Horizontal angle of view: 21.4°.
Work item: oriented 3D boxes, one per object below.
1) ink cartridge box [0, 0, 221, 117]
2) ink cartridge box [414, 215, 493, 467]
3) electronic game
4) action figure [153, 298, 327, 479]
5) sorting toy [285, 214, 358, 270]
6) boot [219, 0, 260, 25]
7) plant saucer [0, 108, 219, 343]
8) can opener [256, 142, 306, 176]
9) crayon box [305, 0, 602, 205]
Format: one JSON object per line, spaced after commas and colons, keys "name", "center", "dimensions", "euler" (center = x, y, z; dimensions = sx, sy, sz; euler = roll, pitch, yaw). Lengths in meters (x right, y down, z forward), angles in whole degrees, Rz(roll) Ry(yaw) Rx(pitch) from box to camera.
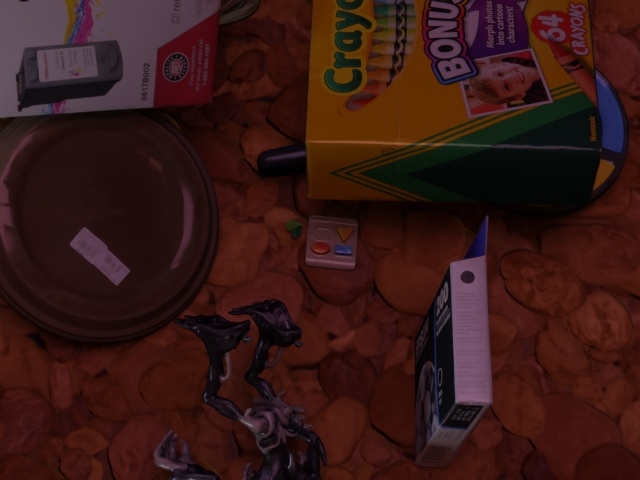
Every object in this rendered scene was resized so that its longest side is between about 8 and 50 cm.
{"name": "ink cartridge box", "center": [-0.265, -0.255, 1.787], "dimensions": [0.306, 0.226, 0.131], "euler": [-7, 35, -22]}
{"name": "ink cartridge box", "center": [0.135, 0.107, 1.767], "dimensions": [0.045, 0.206, 0.208], "euler": [5, 64, -6]}
{"name": "electronic game", "center": [0.245, -0.132, 1.973], "dimensions": [0.229, 0.048, 0.229], "euler": [2, 66, -4]}
{"name": "action figure", "center": [-0.074, 0.202, 1.744], "dimensions": [0.164, 0.141, 0.276], "euler": [-16, 106, -39]}
{"name": "sorting toy", "center": [0.000, 0.000, 1.910], "dimensions": [0.083, 0.012, 0.062], "euler": [6, 65, -2]}
{"name": "boot", "center": [-0.164, -0.297, 1.949], "dimensions": [0.213, 0.165, 0.077], "euler": [-22, 68, -16]}
{"name": "plant saucer", "center": [-0.237, -0.028, 1.834], "dimensions": [0.277, 0.041, 0.278], "euler": [4, 80, -22]}
{"name": "can opener", "center": [0.019, -0.097, 1.931], "dimensions": [0.186, 0.059, 0.073], "euler": [-3, 66, -6]}
{"name": "crayon box", "center": [0.145, -0.211, 1.919], "dimensions": [0.313, 0.106, 0.363], "euler": [2, 52, 0]}
